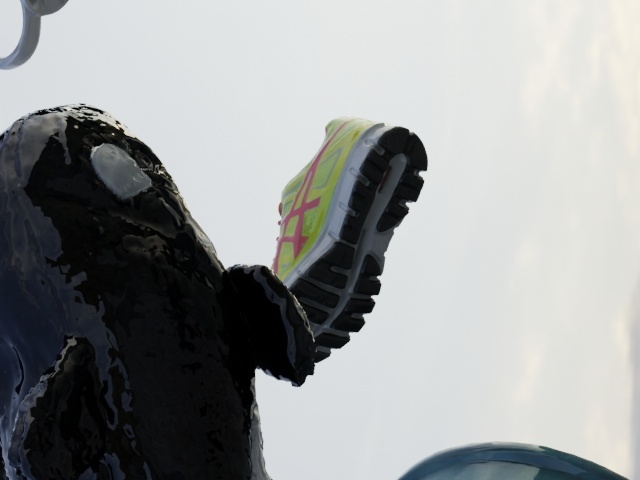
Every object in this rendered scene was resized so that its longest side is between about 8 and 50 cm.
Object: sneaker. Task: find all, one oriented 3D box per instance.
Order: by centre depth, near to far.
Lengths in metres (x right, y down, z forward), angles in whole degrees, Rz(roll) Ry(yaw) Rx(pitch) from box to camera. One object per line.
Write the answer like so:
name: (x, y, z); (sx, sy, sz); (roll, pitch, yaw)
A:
sneaker: (0.000, 0.000, 1.383); (0.081, 0.094, 0.208); (26, -84, -41)

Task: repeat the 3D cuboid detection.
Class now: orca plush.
orca plush: (-0.088, 0.088, 0.642); (0.102, 0.151, 0.287); (11, -101, -63)

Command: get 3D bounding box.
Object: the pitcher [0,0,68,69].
pitcher: (-0.291, -0.261, 1.585); (0.178, 0.207, 0.125); (-59, -22, 14)

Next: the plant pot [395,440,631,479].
plant pot: (0.111, 0.378, 1.366); (0.334, 0.341, 0.341); (-44, -46, -50)
